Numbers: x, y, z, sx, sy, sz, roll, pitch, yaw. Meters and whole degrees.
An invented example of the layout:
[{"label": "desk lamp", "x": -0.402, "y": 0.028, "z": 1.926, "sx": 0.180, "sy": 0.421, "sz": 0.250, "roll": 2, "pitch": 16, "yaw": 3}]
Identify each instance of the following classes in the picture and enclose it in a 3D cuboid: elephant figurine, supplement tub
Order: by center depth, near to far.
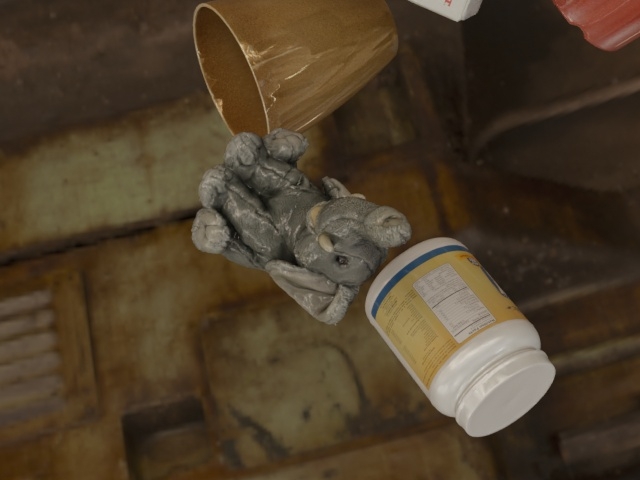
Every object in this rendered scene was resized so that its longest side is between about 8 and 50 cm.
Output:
[{"label": "elephant figurine", "x": 0.000, "y": 0.000, "z": 1.250, "sx": 0.186, "sy": 0.239, "sz": 0.169, "roll": -13, "pitch": 126, "yaw": -59}, {"label": "supplement tub", "x": 0.159, "y": 0.110, "z": 1.420, "sx": 0.144, "sy": 0.199, "sz": 0.144, "roll": -26, "pitch": 147, "yaw": -18}]

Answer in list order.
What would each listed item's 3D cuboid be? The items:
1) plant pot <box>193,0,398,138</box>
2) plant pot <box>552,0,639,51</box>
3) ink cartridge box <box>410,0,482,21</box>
[{"label": "plant pot", "x": -0.022, "y": -0.276, "z": 1.822, "sx": 0.254, "sy": 0.237, "sz": 0.237, "roll": -24, "pitch": 149, "yaw": -17}, {"label": "plant pot", "x": 0.499, "y": -0.445, "z": 1.910, "sx": 0.272, "sy": 0.272, "sz": 0.265, "roll": 18, "pitch": 138, "yaw": -39}, {"label": "ink cartridge box", "x": 0.133, "y": -0.401, "z": 1.652, "sx": 0.087, "sy": 0.208, "sz": 0.153, "roll": -34, "pitch": 148, "yaw": -60}]
